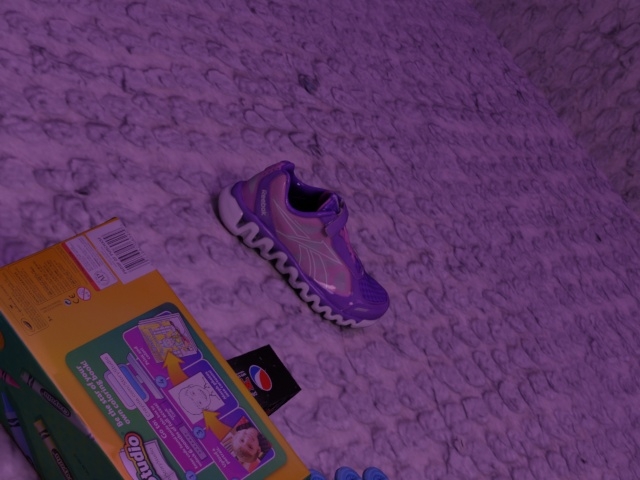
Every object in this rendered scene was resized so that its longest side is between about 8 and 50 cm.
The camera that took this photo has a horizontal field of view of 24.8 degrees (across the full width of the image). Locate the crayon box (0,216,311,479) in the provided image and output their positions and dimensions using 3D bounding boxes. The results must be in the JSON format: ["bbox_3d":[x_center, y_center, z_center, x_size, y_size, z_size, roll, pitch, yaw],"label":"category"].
[{"bbox_3d":[-0.155,0.130,1.163,0.278,0.081,0.165,52,39,8],"label":"crayon box"}]

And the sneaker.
[{"bbox_3d":[0.000,0.000,1.630,0.236,0.104,0.095,42,24,-16],"label":"sneaker"}]

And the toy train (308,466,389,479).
[{"bbox_3d":[0.019,0.263,1.309,0.184,0.080,0.105,10,50,-54],"label":"toy train"}]

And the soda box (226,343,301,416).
[{"bbox_3d":[-0.087,0.146,1.330,0.060,0.053,0.169,54,26,10],"label":"soda box"}]
